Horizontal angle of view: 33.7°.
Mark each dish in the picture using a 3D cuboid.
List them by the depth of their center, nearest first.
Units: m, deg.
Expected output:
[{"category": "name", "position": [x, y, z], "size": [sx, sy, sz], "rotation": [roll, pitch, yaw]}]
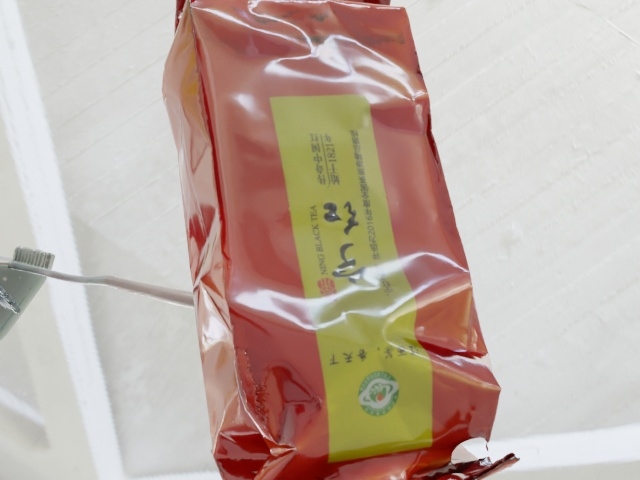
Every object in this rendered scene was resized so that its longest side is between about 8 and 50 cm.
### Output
[{"category": "dish", "position": [-0.457, 0.072, 1.378], "size": [0.064, 0.234, 0.154], "rotation": [39, -82, 17]}]

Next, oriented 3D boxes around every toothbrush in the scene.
[{"category": "toothbrush", "position": [-0.215, 0.048, 1.202], "size": [0.307, 0.025, 0.029], "rotation": [11, -95, 13]}]

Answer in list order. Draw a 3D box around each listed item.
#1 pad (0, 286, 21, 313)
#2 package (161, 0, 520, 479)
[{"category": "pad", "position": [-0.474, -0.019, 1.140], "size": [0.269, 0.270, 0.012], "rotation": [21, -112, 15]}, {"category": "package", "position": [0.000, -0.001, 0.760], "size": [0.196, 0.123, 0.423], "rotation": [-3, -118, -17]}]
